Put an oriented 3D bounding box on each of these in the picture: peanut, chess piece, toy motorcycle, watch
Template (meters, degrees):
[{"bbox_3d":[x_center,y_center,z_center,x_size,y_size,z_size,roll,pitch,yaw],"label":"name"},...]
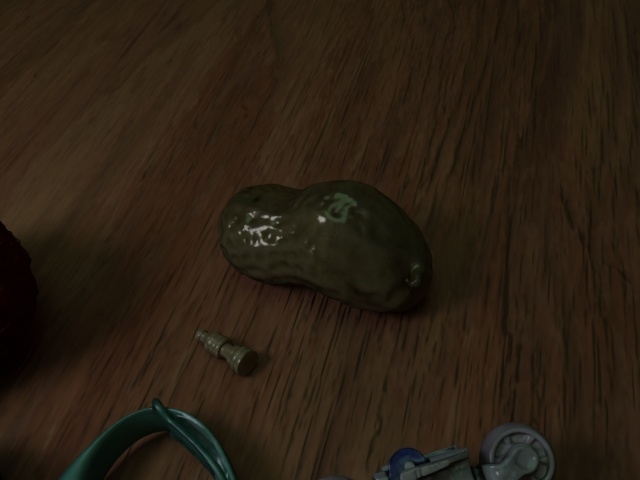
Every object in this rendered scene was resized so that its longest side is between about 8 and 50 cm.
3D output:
[{"bbox_3d":[0.003,-0.008,0.888,0.291,0.159,0.143,13,24,24],"label":"peanut"},{"bbox_3d":[-0.122,0.133,0.859,0.092,0.035,0.035,24,54,35],"label":"chess piece"},{"bbox_3d":[0.106,0.250,0.660,0.254,0.112,0.112,-15,44,-2],"label":"toy motorcycle"},{"bbox_3d":[-0.173,0.275,0.702,0.195,0.068,0.237,-18,46,-7],"label":"watch"}]

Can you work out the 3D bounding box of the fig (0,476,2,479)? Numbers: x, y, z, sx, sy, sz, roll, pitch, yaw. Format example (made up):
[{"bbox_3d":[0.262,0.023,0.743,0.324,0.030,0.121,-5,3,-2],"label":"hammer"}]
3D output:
[{"bbox_3d":[-0.457,0.224,0.680,0.190,0.290,0.190,-25,24,12],"label":"fig"}]

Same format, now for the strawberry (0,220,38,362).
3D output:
[{"bbox_3d":[-0.515,0.048,0.858,0.292,0.292,0.310,-28,54,-16],"label":"strawberry"}]
